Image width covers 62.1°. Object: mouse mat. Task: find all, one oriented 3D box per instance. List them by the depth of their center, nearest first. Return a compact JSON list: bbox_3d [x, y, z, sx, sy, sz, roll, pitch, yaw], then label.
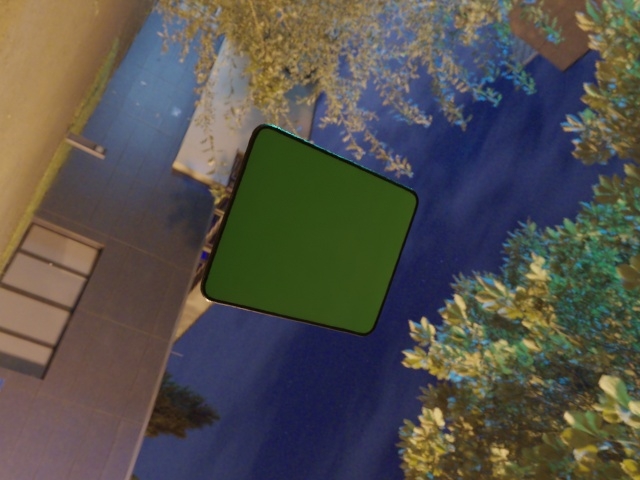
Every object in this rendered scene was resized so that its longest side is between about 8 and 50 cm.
[{"bbox_3d":[0.000,0.000,0.472,0.007,0.189,0.153,21,-88,57],"label":"mouse mat"}]
